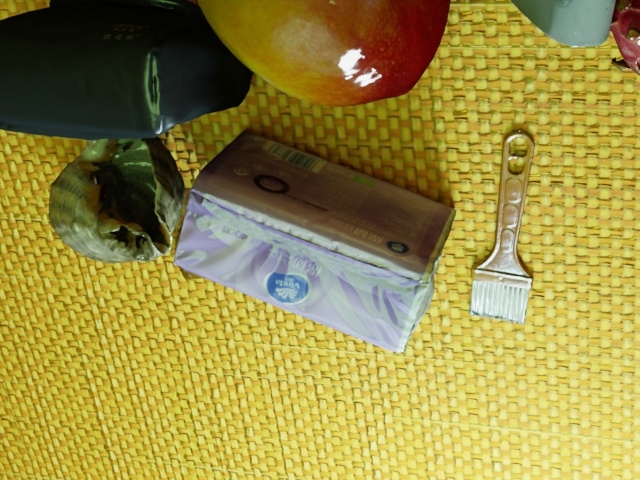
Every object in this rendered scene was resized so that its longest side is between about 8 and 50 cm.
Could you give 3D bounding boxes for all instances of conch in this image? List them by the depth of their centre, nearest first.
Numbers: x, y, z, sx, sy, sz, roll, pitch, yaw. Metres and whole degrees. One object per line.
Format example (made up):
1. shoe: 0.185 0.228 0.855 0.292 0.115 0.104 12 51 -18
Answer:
1. conch: -0.271 -0.056 1.818 0.291 0.159 0.210 28 95 40

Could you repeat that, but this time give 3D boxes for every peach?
1. peach: 0.006 -0.309 1.463 0.307 0.308 0.332 -27 108 33

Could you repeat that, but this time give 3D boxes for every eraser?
1. eraser: 0.282 -0.357 1.412 0.081 0.174 0.227 -8 127 -14

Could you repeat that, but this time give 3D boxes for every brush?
1. brush: 0.259 -0.016 1.743 0.090 0.017 0.314 9 125 11

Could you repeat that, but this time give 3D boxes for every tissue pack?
1. tissue pack: 0.000 0.000 1.698 0.338 0.242 0.160 22 116 7

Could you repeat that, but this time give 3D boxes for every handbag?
1. handbag: -0.263 -0.242 1.647 0.301 0.275 0.178 5 113 25

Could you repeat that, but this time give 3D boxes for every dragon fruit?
1. dragon fruit: 0.403 -0.253 1.461 0.166 0.133 0.136 51 165 -9

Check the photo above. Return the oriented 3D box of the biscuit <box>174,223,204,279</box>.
1. biscuit: -0.135 -0.003 1.889 0.206 0.025 0.126 -11 119 24
